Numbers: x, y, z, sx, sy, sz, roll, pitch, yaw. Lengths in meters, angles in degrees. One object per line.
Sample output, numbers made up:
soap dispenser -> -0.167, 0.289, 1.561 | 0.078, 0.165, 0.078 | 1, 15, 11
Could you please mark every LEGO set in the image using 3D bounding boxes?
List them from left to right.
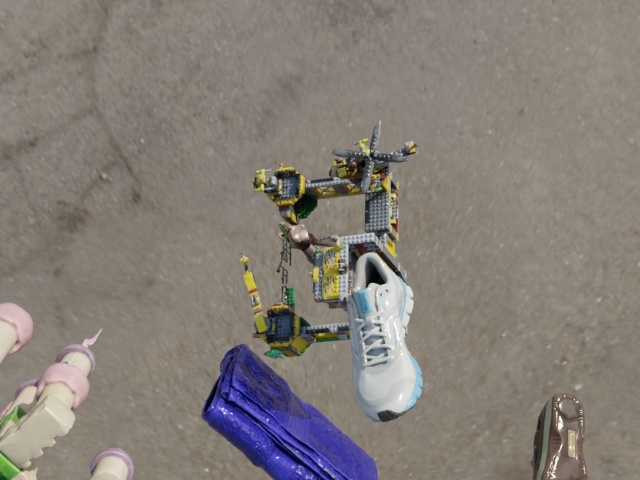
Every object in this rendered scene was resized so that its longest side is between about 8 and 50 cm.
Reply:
LEGO set -> 0.000, 0.000, 1.267 | 0.255, 0.192, 0.331 | 2, 71, 22

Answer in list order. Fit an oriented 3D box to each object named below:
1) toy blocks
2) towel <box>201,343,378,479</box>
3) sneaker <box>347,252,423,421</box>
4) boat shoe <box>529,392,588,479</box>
toy blocks -> -0.404, 0.267, 1.223 | 0.289, 0.260, 0.309 | -41, 103, 7
towel -> -0.029, 0.288, 1.346 | 0.308, 0.227, 0.076 | 43, 104, -9
sneaker -> 0.052, 0.090, 0.904 | 0.071, 0.083, 0.190 | -18, 41, 15
boat shoe -> 0.424, 0.408, 1.646 | 0.095, 0.095, 0.257 | 23, 59, -8
